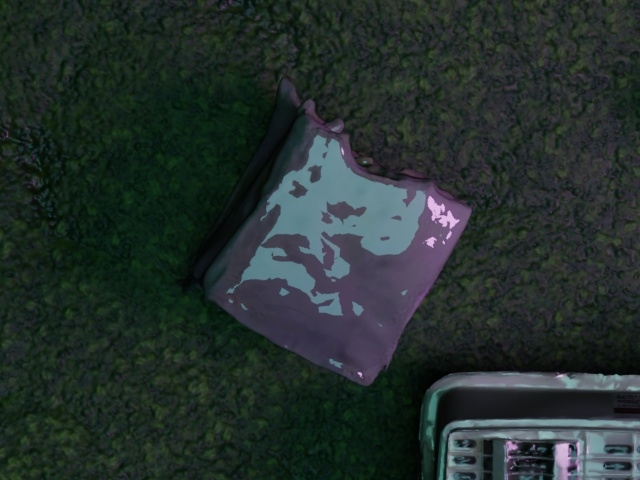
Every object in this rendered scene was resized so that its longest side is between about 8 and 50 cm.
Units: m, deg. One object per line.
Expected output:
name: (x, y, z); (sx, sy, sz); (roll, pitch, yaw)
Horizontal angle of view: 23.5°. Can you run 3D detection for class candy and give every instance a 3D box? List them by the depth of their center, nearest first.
candy: (0.000, 0.000, 1.259); (0.185, 0.137, 0.195); (30, 97, -11)

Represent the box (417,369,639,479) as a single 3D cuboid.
box: (0.224, 0.221, 1.284); (0.291, 0.166, 0.220); (1, 96, 7)
